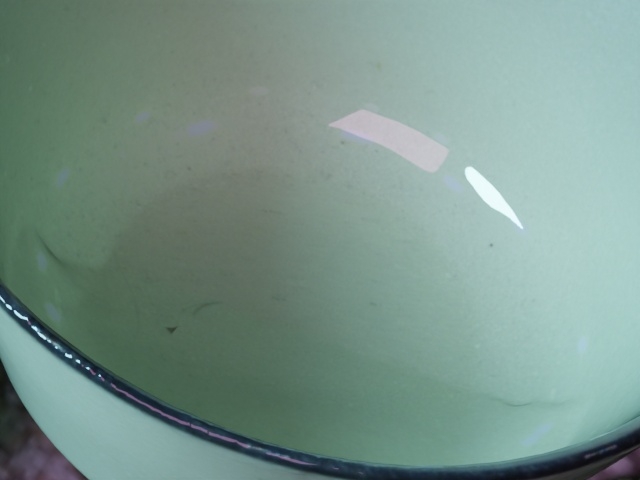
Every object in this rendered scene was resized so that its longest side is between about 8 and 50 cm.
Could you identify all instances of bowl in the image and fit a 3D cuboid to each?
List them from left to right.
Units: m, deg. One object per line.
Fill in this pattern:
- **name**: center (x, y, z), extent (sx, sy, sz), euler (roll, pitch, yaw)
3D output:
- **bowl**: center (0.000, 0.000, 0.435), extent (0.238, 0.238, 0.126), euler (28, 138, 10)

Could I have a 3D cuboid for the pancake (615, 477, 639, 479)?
- **pancake**: center (0.075, 0.160, 0.496), extent (0.376, 0.054, 0.197), euler (41, 101, 7)
